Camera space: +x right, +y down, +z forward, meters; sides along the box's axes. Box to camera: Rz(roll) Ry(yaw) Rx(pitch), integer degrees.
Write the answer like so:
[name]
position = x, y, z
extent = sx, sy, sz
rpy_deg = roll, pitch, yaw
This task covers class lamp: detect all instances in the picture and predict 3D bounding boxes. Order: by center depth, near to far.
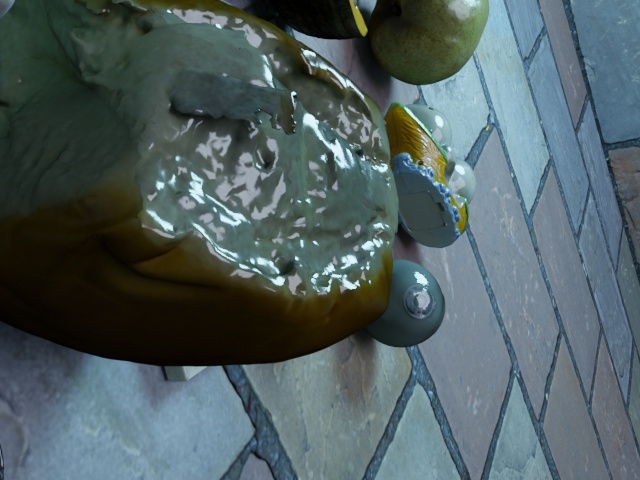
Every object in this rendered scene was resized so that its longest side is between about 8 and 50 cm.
[lamp]
position = 0.094, 0.074, 0.949
extent = 0.105, 0.105, 0.105
rpy_deg = 27, 58, -55

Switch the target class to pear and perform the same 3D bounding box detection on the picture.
[pear]
position = 0.142, -0.295, 1.096
extent = 0.137, 0.167, 0.167
rpy_deg = 19, 61, -27

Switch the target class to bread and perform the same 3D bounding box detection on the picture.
[bread]
position = -0.100, -0.038, 0.495
extent = 0.250, 0.279, 0.224
rpy_deg = 28, 71, -53

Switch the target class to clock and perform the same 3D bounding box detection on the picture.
[clock]
position = 0.143, -0.092, 1.093
extent = 0.231, 0.103, 0.144
rpy_deg = 58, 34, -36

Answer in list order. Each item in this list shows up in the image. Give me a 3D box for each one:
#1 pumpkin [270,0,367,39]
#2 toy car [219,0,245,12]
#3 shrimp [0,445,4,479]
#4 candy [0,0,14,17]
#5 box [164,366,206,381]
[pumpkin]
position = -0.007, -0.294, 0.891
extent = 0.119, 0.108, 0.183
rpy_deg = 61, 26, -42
[toy car]
position = -0.077, -0.142, 0.717
extent = 0.209, 0.108, 0.089
rpy_deg = 64, 32, -24
[shrimp]
position = -0.174, 0.245, 0.467
extent = 0.178, 0.075, 0.289
rpy_deg = 25, 58, -65
[candy]
position = -0.219, -0.265, 0.411
extent = 0.145, 0.208, 0.358
rpy_deg = 42, 46, -49
[box]
position = -0.090, 0.050, 0.716
extent = 0.167, 0.024, 0.090
rpy_deg = -32, 108, -60
